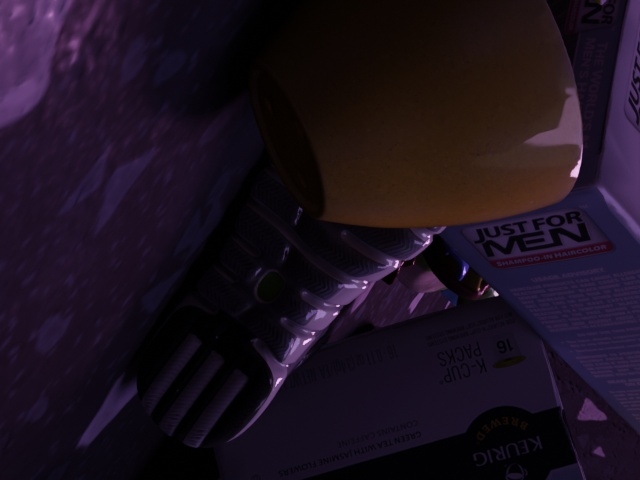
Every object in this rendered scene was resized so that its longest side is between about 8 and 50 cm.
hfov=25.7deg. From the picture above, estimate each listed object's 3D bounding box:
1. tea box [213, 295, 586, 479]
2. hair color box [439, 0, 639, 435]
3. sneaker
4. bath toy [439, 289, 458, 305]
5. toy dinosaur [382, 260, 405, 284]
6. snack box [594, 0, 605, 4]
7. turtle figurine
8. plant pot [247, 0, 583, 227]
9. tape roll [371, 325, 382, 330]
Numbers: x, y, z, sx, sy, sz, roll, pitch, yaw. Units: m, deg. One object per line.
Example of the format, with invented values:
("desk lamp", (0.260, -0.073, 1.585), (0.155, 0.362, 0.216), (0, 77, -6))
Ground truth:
("tea box", (0.081, 0.245, 0.963), (0.219, 0.324, 0.329), (-17, 164, 1))
("hair color box", (0.226, 0.003, 0.880), (0.374, 0.113, 0.185), (43, 51, -38))
("sneaker", (0.000, 0.000, 0.723), (0.229, 0.086, 0.132), (-47, 176, 11))
("bath toy", (0.250, -0.039, 1.428), (0.151, 0.129, 0.348), (-47, 173, -38))
("toy dinosaur", (0.047, 0.011, 0.950), (0.047, 0.090, 0.082), (-47, -145, 11))
("snack box", (0.074, -0.142, 0.523), (0.037, 0.100, 0.141), (-56, 170, 2))
("turtle figurine", (0.172, -0.007, 1.117), (0.275, 0.198, 0.266), (-46, 171, -29))
("plant pot", (0.028, -0.057, 0.563), (0.095, 0.134, 0.134), (-25, 160, -14))
("tape roll", (0.104, 0.219, 1.368), (0.169, 0.246, 0.246), (-55, 169, -6))
